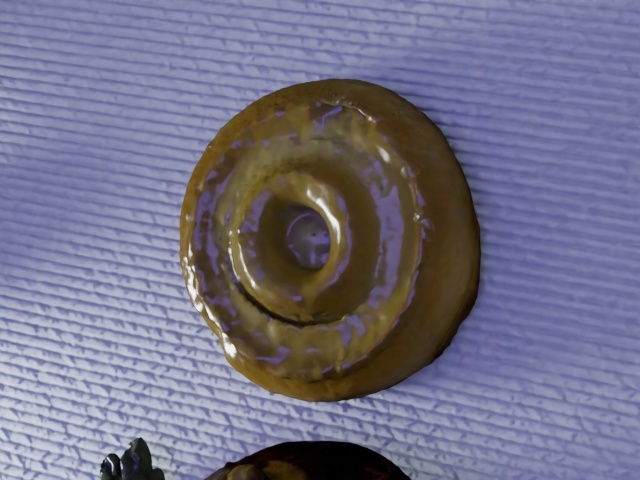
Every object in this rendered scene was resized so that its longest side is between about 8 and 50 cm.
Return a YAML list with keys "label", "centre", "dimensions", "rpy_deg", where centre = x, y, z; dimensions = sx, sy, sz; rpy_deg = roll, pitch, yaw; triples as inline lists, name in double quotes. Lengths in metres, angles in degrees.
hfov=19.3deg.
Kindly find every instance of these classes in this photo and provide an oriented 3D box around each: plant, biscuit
- label: "plant"
  centre: [-0.172, 0.276, 1.787]
  dimensions: [0.085, 0.087, 0.174]
  rpy_deg: [-11, 87, -4]
- label: "biscuit"
  centre: [0.000, 0.000, 1.696]
  dimensions: [0.296, 0.102, 0.296]
  rpy_deg: [0, 90, 27]

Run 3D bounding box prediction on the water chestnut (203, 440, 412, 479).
- label: "water chestnut"
  centre: [-0.019, 0.358, 1.602]
  dimensions: [0.335, 0.347, 0.335]
  rpy_deg: [-11, 40, 10]
